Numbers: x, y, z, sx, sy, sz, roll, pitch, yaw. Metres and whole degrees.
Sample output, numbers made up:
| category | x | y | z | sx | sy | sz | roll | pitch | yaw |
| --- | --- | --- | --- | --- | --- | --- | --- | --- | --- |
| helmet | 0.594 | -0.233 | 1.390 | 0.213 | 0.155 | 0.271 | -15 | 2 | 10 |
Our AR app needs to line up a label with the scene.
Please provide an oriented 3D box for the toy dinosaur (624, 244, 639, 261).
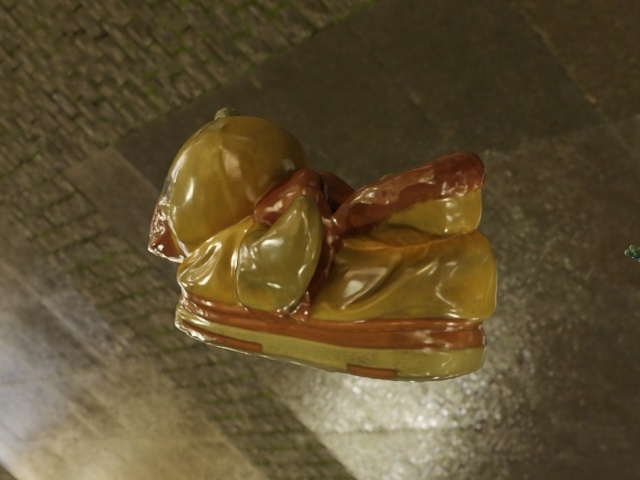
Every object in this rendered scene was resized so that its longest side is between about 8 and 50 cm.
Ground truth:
| category | x | y | z | sx | sy | sz | roll | pitch | yaw |
| --- | --- | --- | --- | --- | --- | --- | --- | --- | --- |
| toy dinosaur | 0.378 | -0.087 | 0.937 | 0.363 | 0.076 | 0.147 | -22 | 114 | 30 |

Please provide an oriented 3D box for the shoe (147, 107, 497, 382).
| category | x | y | z | sx | sy | sz | roll | pitch | yaw |
| --- | --- | --- | --- | --- | --- | --- | --- | --- | --- |
| shoe | 0.003 | 0.000 | 0.359 | 0.109 | 0.072 | 0.069 | 21 | 106 | 49 |
